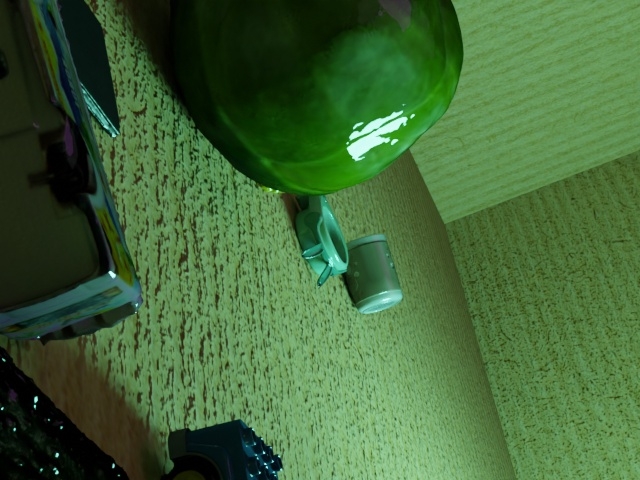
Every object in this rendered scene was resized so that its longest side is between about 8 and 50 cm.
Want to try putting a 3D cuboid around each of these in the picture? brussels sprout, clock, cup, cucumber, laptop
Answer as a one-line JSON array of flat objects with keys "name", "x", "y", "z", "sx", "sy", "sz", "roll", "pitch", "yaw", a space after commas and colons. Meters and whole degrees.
[{"name": "brussels sprout", "x": -0.019, "y": -0.202, "z": 1.304, "sx": 0.289, "sy": 0.281, "sz": 0.355, "roll": 36, "pitch": 8, "yaw": -41}, {"name": "clock", "x": 0.000, "y": 0.000, "z": 1.636, "sx": 0.135, "sy": 0.041, "sz": 0.101, "roll": -89, "pitch": 156, "yaw": -62}, {"name": "cup", "x": 0.064, "y": 0.055, "z": 1.828, "sx": 0.074, "sy": 0.102, "sz": 0.099, "roll": -6, "pitch": 72, "yaw": -40}, {"name": "cucumber", "x": -0.147, "y": 0.102, "z": 0.612, "sx": 0.245, "sy": 0.067, "sz": 0.067, "roll": 61, "pitch": 13, "yaw": -45}, {"name": "laptop", "x": -0.212, "y": -0.183, "z": 0.983, "sx": 0.197, "sy": 0.016, "sz": 0.135, "roll": 58, "pitch": 14, "yaw": -51}]

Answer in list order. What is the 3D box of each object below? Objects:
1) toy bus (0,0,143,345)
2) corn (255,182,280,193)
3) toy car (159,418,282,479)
[{"name": "toy bus", "x": -0.180, "y": -0.080, "z": 0.727, "sx": 0.112, "sy": 0.090, "sz": 0.274, "roll": 59, "pitch": 12, "yaw": -72}, {"name": "corn", "x": -0.070, "y": -0.165, "z": 1.484, "sx": 0.080, "sy": 0.080, "sz": 0.231, "roll": 36, "pitch": 35, "yaw": -72}, {"name": "toy car", "x": -0.042, "y": 0.207, "z": 0.838, "sx": 0.097, "sy": 0.100, "sz": 0.191, "roll": 59, "pitch": 18, "yaw": -60}]
